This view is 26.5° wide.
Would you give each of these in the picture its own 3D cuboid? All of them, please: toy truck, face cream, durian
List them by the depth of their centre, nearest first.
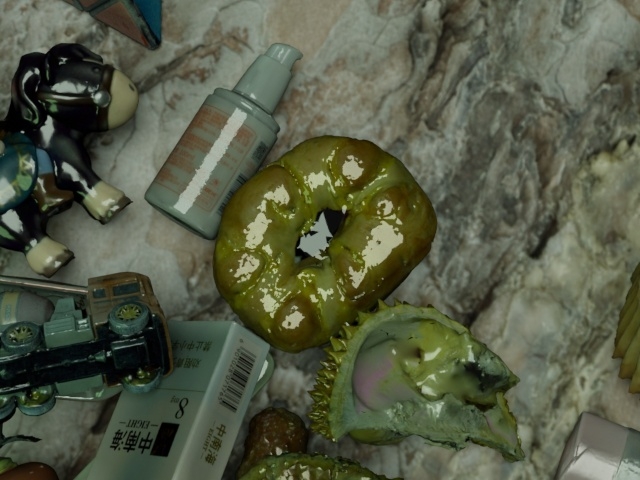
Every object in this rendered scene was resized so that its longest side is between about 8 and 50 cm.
[{"bbox_3d":[-0.297,0.103,1.480,0.257,0.108,0.140,-11,37,-8],"label":"toy truck"},{"bbox_3d":[0.112,0.168,1.527,0.306,0.166,0.172,21,101,-32],"label":"durian"},{"bbox_3d":[0.404,0.291,1.549,0.269,0.073,0.107,21,78,5],"label":"face cream"},{"bbox_3d":[-0.104,-0.129,1.618,0.101,0.101,0.251,31,83,6],"label":"face cream"}]

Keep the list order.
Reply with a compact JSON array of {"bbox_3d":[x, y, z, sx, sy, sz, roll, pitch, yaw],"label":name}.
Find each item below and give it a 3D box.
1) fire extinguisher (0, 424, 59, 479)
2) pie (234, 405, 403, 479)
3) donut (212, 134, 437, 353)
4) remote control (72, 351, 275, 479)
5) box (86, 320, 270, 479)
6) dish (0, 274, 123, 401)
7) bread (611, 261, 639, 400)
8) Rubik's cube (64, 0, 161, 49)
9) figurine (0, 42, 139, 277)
[{"bbox_3d":[-0.338,0.375,1.525,0.200,0.113,0.376,-23,89,15],"label":"fire extinguisher"},{"bbox_3d":[0.027,0.428,1.490,0.418,0.180,0.395,31,84,1],"label":"pie"},{"bbox_3d":[0.000,0.000,1.580,0.261,0.128,0.208,-36,81,-4],"label":"donut"},{"bbox_3d":[-0.180,0.230,1.596,0.090,0.038,0.309,44,84,7],"label":"remote control"},{"bbox_3d":[-0.164,0.208,1.492,0.067,0.155,0.243,36,65,-36],"label":"box"},{"bbox_3d":[-0.318,0.104,1.583,0.234,0.064,0.154,9,116,-6],"label":"dish"},{"bbox_3d":[0.517,0.146,1.532,0.389,0.183,0.236,31,67,12],"label":"bread"},{"bbox_3d":[-0.295,-0.394,1.639,0.228,0.228,0.233,4,38,-33],"label":"Rubik's cube"},{"bbox_3d":[-0.405,-0.132,1.577,0.412,0.241,0.306,18,100,-4],"label":"figurine"}]
